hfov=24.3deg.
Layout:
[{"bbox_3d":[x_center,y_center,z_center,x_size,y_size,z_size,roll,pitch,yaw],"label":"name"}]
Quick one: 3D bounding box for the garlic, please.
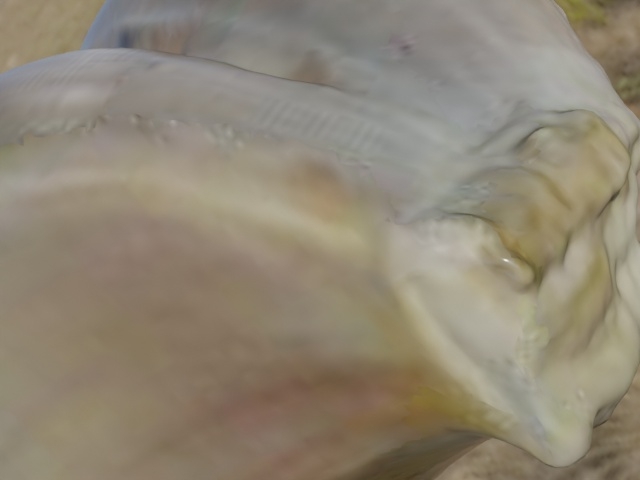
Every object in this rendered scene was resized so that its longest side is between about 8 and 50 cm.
[{"bbox_3d":[-0.035,0.030,0.551,0.231,0.245,0.340,-58,-6,-48],"label":"garlic"}]
